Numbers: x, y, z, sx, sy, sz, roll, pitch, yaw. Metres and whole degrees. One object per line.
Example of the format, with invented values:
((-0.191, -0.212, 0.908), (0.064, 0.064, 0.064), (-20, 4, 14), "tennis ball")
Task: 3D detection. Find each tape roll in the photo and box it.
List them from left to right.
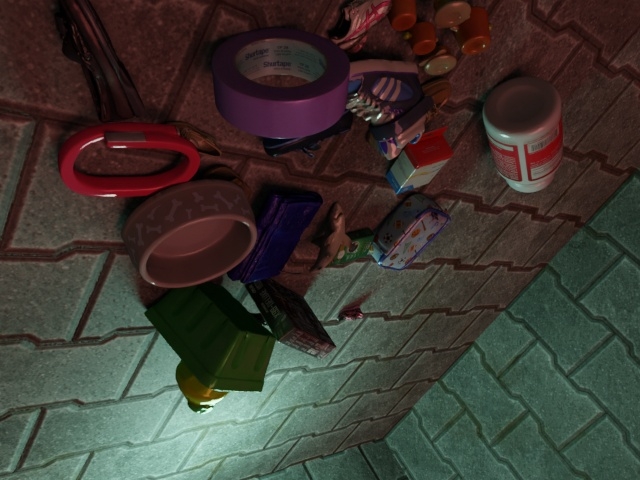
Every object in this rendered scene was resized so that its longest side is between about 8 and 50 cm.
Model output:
((-0.080, -0.326, 1.126), (0.275, 0.274, 0.090), (-21, 144, -21), "tape roll")

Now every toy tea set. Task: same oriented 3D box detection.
((0.289, -0.550, 1.364), (0.200, 0.124, 0.336), (-19, 159, 30), "toy tea set")

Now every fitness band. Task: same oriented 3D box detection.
((-0.405, -0.169, 1.187), (0.291, 0.054, 0.209), (-4, 153, -36), "fitness band")

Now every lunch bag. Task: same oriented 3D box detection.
((0.328, -0.026, 1.994), (0.303, 0.115, 0.243), (-47, 147, 18), "lunch bag")

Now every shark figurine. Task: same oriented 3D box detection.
((-0.005, 0.028, 1.753), (0.278, 0.116, 0.166), (-57, 139, -20), "shark figurine")

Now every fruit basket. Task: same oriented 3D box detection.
((-0.343, 0.344, 1.619), (0.392, 0.392, 0.283), (-46, 145, 14), "fruit basket")

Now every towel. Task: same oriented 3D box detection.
((-0.124, -0.006, 1.606), (0.228, 0.076, 0.308), (-4, 132, -53), "towel")

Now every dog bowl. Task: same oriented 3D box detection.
((-0.320, -0.003, 1.407), (0.349, 0.102, 0.348), (-22, 153, -12), "dog bowl")

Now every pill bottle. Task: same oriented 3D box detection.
((0.680, -0.330, 1.831), (0.229, 0.229, 0.407), (-38, 146, 3), "pill bottle")

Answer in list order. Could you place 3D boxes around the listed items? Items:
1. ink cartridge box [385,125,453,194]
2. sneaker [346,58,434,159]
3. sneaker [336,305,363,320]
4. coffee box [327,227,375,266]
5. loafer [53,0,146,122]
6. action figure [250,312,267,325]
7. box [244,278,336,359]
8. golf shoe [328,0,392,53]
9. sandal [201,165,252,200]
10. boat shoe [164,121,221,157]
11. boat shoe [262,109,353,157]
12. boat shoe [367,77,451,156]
((0.307, -0.241, 1.680), (0.134, 0.077, 0.231), (-21, 164, -21), "ink cartridge box")
((0.140, -0.316, 1.371), (0.323, 0.130, 0.236), (-14, 100, -36), "sneaker")
((0.123, 0.309, 2.261), (0.120, 0.057, 0.047), (-17, 144, -24), "sneaker")
((0.092, 0.024, 1.907), (0.184, 0.040, 0.113), (-15, 141, -28), "coffee box")
((-0.413, -0.325, 0.993), (0.095, 0.109, 0.302), (-26, 148, -8), "loafer")
((-0.275, 0.347, 1.813), (0.141, 0.164, 0.276), (37, 130, -20), "action figure")
((-0.094, 0.259, 1.846), (0.076, 0.242, 0.307), (-41, 146, 7), "box")
((0.094, -0.512, 1.242), (0.086, 0.067, 0.186), (11, 124, -46), "golf shoe")
((-0.231, -0.136, 1.423), (0.072, 0.049, 0.180), (-42, 146, 8), "sandal")
((-0.294, -0.226, 1.260), (0.153, 0.048, 0.056), (16, 120, -50), "boat shoe")
((-0.019, -0.262, 1.404), (0.259, 0.109, 0.089), (-24, 134, -14), "boat shoe")
((0.269, -0.345, 1.574), (0.285, 0.089, 0.104), (-40, 146, 5), "boat shoe")
